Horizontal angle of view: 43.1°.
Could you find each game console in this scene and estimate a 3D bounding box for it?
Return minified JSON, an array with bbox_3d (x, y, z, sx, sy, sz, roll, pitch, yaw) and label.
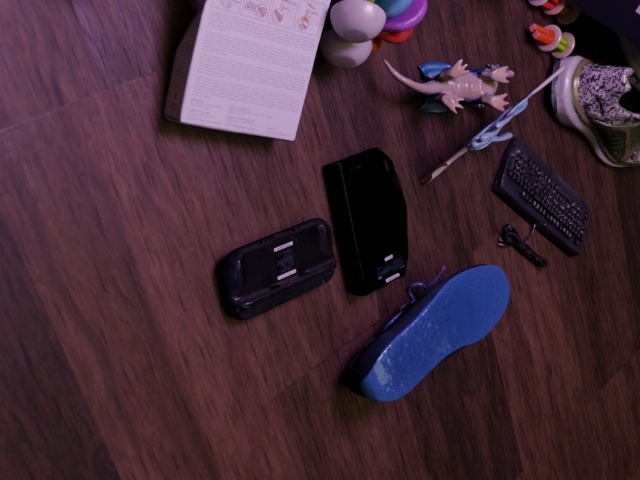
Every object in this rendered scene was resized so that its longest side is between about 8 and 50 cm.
[{"bbox_3d":[0.000,0.000,1.210,0.361,0.044,0.213,-23,108,-38],"label":"game console"}]

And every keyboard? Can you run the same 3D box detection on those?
[{"bbox_3d":[0.434,-0.047,1.592,0.317,0.033,0.201,31,75,-38],"label":"keyboard"}]

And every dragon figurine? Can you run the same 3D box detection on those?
[{"bbox_3d":[0.213,-0.253,1.336,0.289,0.144,0.085,-5,100,-21],"label":"dragon figurine"}]

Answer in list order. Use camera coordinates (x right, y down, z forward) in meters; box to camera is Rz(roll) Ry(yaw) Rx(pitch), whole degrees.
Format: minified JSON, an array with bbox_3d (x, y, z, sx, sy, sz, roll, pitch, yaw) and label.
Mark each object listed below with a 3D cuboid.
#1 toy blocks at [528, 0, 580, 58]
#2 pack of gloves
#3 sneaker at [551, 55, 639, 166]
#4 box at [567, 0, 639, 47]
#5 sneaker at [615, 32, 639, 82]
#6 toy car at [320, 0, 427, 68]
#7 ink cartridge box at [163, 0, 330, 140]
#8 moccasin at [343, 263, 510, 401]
[{"bbox_3d":[0.423,-0.422,1.522,0.148,0.054,0.123,12,87,-41],"label":"toy blocks"},{"bbox_3d":[0.298,-0.177,1.351,0.232,0.195,0.046,-40,91,-31],"label":"pack of gloves"},{"bbox_3d":[0.635,-0.249,1.643,0.410,0.182,0.158,17,83,-42],"label":"sneaker"},{"bbox_3d":[0.687,-0.473,1.511,0.312,0.343,0.179,-38,161,-45],"label":"box"},{"bbox_3d":[0.744,-0.414,1.689,0.319,0.208,0.127,41,38,-40],"label":"sneaker"},{"bbox_3d":[0.079,-0.331,1.138,0.136,0.182,0.159,11,73,-8],"label":"toy car"},{"bbox_3d":[-0.090,-0.255,1.058,0.189,0.066,0.232,4,103,-41],"label":"ink cartridge box"},{"bbox_3d":[0.167,0.134,1.328,0.342,0.117,0.137,-28,100,-31],"label":"moccasin"}]
